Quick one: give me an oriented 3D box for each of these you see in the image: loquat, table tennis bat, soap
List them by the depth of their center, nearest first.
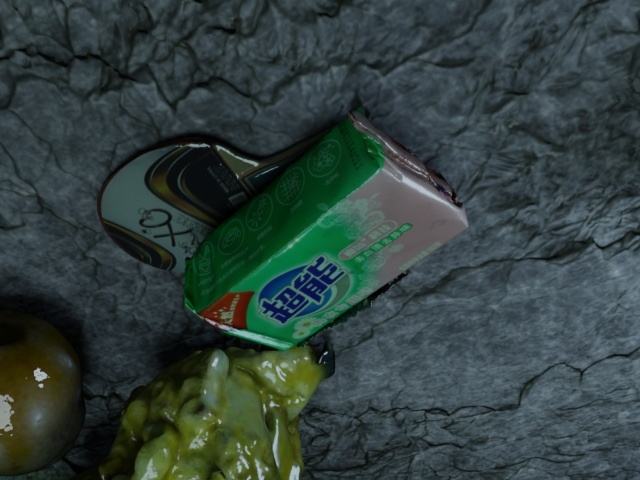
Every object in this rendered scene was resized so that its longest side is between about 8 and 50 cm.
[{"bbox_3d":[-0.001,-0.002,0.604,0.273,0.098,0.218,-38,136,24],"label":"soap"},{"bbox_3d":[-0.100,-0.049,0.633,0.301,0.022,0.173,-21,129,17],"label":"table tennis bat"},{"bbox_3d":[-0.386,0.192,0.730,0.179,0.179,0.227,3,125,-3],"label":"loquat"}]

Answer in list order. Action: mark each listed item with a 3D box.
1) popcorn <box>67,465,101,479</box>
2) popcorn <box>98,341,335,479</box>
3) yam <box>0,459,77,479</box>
[{"bbox_3d":[-0.293,0.471,0.860,0.247,0.282,0.282,1,139,42],"label":"popcorn"},{"bbox_3d":[-0.140,0.261,0.738,0.237,0.293,0.293,10,131,17],"label":"popcorn"},{"bbox_3d":[-0.564,0.509,0.948,0.348,0.241,0.241,-28,124,24],"label":"yam"}]
